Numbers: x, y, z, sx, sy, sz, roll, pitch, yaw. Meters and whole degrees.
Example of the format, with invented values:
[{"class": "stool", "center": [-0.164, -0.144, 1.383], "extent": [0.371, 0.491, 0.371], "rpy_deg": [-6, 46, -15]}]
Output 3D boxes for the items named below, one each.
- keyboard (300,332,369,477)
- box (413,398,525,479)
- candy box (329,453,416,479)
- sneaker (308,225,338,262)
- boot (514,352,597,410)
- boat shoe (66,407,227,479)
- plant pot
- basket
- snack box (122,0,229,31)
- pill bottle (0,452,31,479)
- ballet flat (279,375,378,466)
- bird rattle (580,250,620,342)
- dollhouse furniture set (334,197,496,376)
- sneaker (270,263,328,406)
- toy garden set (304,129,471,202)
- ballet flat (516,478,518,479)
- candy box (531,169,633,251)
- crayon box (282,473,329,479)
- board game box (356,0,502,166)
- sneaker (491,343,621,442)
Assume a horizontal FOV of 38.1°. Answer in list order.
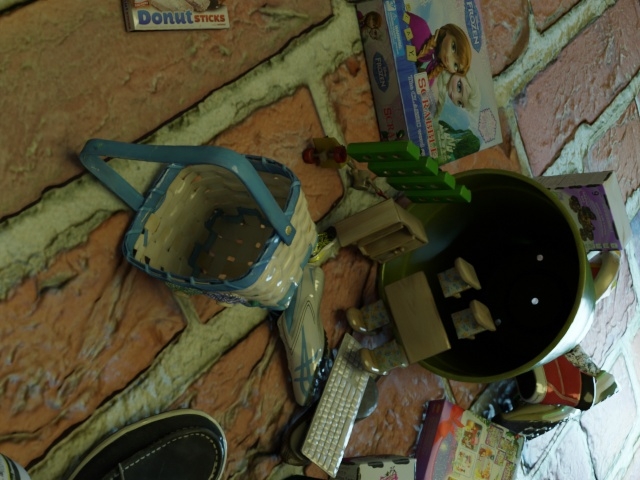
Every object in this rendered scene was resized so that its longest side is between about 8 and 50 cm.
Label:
[{"class": "keyboard", "center": [0.032, 0.261, 1.500], "extent": [0.072, 0.014, 0.256], "rpy_deg": [38, 43, -13]}, {"class": "box", "center": [0.258, 0.468, 1.724], "extent": [0.201, 0.057, 0.293], "rpy_deg": [28, 67, -20]}, {"class": "candy box", "center": [0.085, 0.486, 1.570], "extent": [0.159, 0.071, 0.233], "rpy_deg": [11, 81, -47]}, {"class": "sneaker", "center": [0.000, 0.000, 1.523], "extent": [0.083, 0.031, 0.035], "rpy_deg": [-53, 123, -37]}, {"class": "boot", "center": [0.480, 0.239, 1.921], "extent": [0.176, 0.088, 0.244], "rpy_deg": [12, 47, -21]}, {"class": "boat shoe", "center": [-0.272, 0.377, 1.118], "extent": [0.500, 0.156, 0.186], "rpy_deg": [-33, 111, -45]}, {"class": "plant pot", "center": [0.349, 0.088, 1.707], "extent": [0.353, 0.367, 0.366], "rpy_deg": [21, 73, -58]}, {"class": "basket", "center": [-0.143, -0.033, 1.202], "extent": [0.201, 0.255, 0.289], "rpy_deg": [-63, 142, -25]}, {"class": "snack box", "center": [-0.203, -0.331, 1.317], "extent": [0.178, 0.022, 0.064], "rpy_deg": [-16, 102, -47]}, {"class": "pill bottle", "center": [-0.459, 0.234, 0.889], "extent": [0.334, 0.188, 0.187], "rpy_deg": [44, 57, -37]}, {"class": "ballet flat", "center": [0.013, 0.292, 1.517], "extent": [0.084, 0.058, 0.250], "rpy_deg": [51, 41, 3]}, {"class": "bird rattle", "center": [0.567, 0.107, 2.023], "extent": [0.143, 0.207, 0.253], "rpy_deg": [40, 41, 7]}, {"class": "dollhouse furniture set", "center": [0.134, 0.075, 1.523], "extent": [0.161, 0.212, 0.242], "rpy_deg": [28, 41, -61]}, {"class": "sneaker", "center": [-0.034, 0.148, 1.460], "extent": [0.085, 0.086, 0.237], "rpy_deg": [-53, 144, -70]}, {"class": "toy garden set", "center": [0.112, -0.123, 1.544], "extent": [0.244, 0.204, 0.049], "rpy_deg": [29, 66, -54]}, {"class": "ballet flat", "center": [0.379, 0.572, 1.868], "extent": [0.108, 0.106, 0.315], "rpy_deg": [-32, 112, -45]}, {"class": "candy box", "center": [0.558, -0.060, 2.022], "extent": [0.070, 0.196, 0.164], "rpy_deg": [-42, 118, -40]}, {"class": "crayon box", "center": [-0.064, 0.541, 1.394], "extent": [0.203, 0.083, 0.322], "rpy_deg": [-8, 94, -48]}, {"class": "board game box", "center": [0.216, -0.306, 1.749], "extent": [0.318, 0.066, 0.318], "rpy_deg": [-24, 106, -46]}, {"class": "sneaker", "center": [0.472, 0.315, 1.997], "extent": [0.410, 0.158, 0.182], "rpy_deg": [-11, 65, -46]}]
